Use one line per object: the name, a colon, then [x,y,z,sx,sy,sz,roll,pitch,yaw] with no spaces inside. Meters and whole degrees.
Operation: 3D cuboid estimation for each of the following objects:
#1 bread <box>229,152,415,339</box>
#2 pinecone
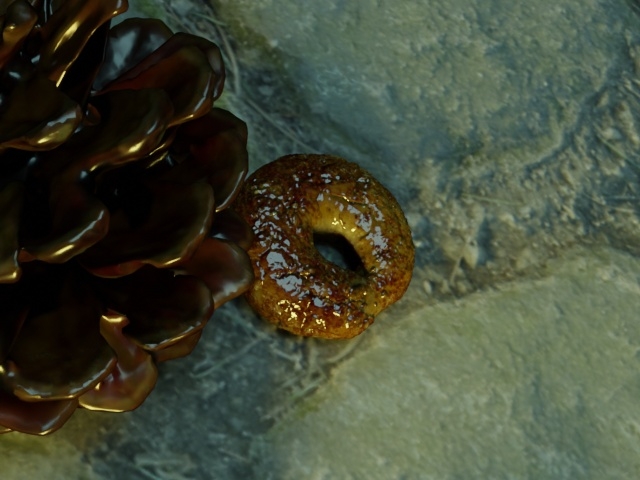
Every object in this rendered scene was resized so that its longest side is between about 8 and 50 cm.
bread: [0.000,0.000,1.248,0.193,0.064,0.193,9,57,-15]
pinecone: [-0.232,-0.052,1.028,0.398,0.398,0.397,8,55,-12]
